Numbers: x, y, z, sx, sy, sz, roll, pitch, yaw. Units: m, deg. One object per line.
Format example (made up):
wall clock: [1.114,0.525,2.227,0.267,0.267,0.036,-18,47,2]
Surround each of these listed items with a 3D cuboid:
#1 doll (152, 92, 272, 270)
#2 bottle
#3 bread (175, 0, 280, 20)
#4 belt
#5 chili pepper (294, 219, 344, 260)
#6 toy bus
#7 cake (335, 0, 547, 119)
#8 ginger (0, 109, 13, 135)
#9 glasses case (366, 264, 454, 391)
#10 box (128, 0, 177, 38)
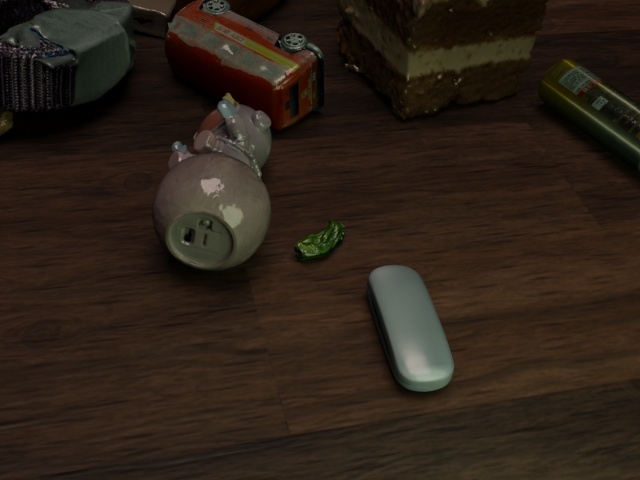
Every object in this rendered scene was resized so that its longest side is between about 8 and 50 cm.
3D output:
doll: [-0.123,-0.084,1.111,0.150,0.151,0.287,8,37,0]
bottle: [0.458,-0.173,1.316,0.082,0.082,0.286,-22,50,-27]
bread: [-0.138,-0.447,1.484,0.107,0.136,0.241,28,48,18]
belt: [-0.413,-0.292,1.280,0.260,0.122,0.325,20,33,17]
chili pepper: [0.002,0.000,1.109,0.034,0.030,0.091,11,34,42]
toy bus: [-0.124,-0.271,1.319,0.265,0.121,0.120,31,57,23]
cake: [0.192,-0.387,1.362,0.281,0.290,0.256,-14,49,-26]
ginger: [-0.553,-0.150,1.168,0.258,0.065,0.149,-23,48,-26]
glasses case: [0.102,0.098,1.007,0.067,0.045,0.179,-4,45,-12]
box: [-0.324,-0.497,1.557,0.204,0.051,0.365,15,44,-3]
